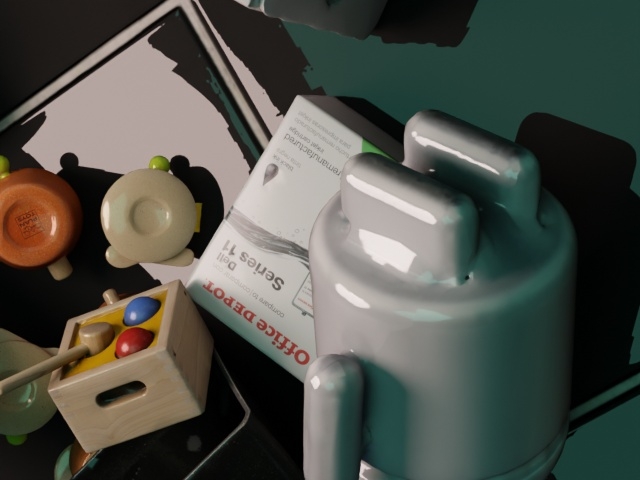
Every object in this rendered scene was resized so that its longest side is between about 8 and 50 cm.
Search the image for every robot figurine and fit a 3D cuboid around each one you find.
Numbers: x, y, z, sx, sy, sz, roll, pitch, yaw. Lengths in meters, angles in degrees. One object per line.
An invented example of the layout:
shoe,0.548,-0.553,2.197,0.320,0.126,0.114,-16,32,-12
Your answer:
robot figurine,0.096,0.077,1.205,0.200,0.300,0.353,31,139,37

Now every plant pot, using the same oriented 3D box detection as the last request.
plant pot,-0.088,0.231,1.323,0.187,0.188,0.167,-45,109,0

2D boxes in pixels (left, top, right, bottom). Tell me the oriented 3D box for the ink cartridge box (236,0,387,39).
ink cartridge box,-0.130,-0.328,1.261,0.395,0.285,0.166,30,103,15

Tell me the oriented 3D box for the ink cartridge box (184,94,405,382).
ink cartridge box,0.000,0.000,1.343,0.153,0.087,0.208,35,106,15

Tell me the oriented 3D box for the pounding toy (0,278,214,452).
pounding toy,-0.177,0.103,1.300,0.141,0.130,0.100,-20,117,12

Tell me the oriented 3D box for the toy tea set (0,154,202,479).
toy tea set,-0.227,0.080,1.440,0.200,0.124,0.336,7,94,-10
